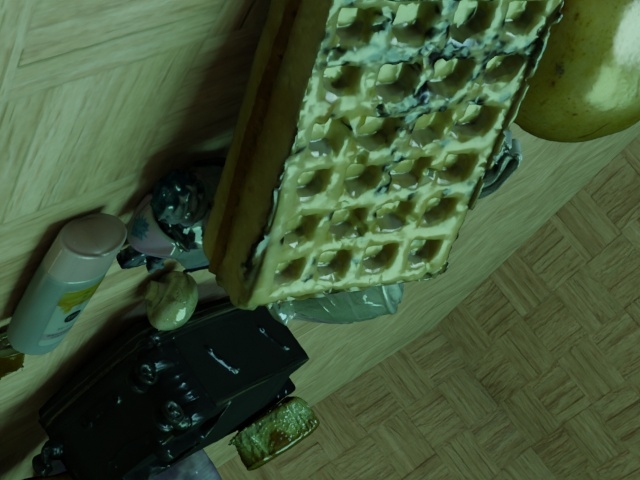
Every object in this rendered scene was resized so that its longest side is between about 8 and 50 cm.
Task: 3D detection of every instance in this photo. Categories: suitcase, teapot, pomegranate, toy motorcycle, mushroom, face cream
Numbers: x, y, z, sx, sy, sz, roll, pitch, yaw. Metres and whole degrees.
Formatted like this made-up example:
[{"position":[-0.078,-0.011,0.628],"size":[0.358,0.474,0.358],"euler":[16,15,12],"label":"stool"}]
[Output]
[{"position":[-0.215,0.225,1.610],"size":[0.283,0.194,0.434],"euler":[-40,168,24],"label":"suitcase"},{"position":[-0.005,-0.004,1.307],"size":[0.178,0.221,0.163],"euler":[-13,180,7],"label":"teapot"},{"position":[0.274,-0.236,1.170],"size":[0.264,0.264,0.264],"euler":[-36,167,-9],"label":"pomegranate"},{"position":[-0.113,-0.033,1.164],"size":[0.239,0.108,0.204],"euler":[-36,167,-7],"label":"toy motorcycle"},{"position":[-0.199,0.077,1.419],"size":[0.067,0.083,0.083],"euler":[23,131,-24],"label":"mushroom"},{"position":[-0.271,0.049,1.144],"size":[0.084,0.057,0.198],"euler":[-26,164,-45],"label":"face cream"}]

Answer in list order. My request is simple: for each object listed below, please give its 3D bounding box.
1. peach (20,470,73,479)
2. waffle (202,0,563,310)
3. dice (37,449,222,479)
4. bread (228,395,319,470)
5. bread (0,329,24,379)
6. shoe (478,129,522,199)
[{"position":[-0.414,0.490,1.624],"size":[0.339,0.417,0.353],"euler":[-3,121,-59],"label":"peach"},{"position":[0.053,-0.103,1.023],"size":[0.261,0.114,0.376],"euler":[-4,135,-27],"label":"waffle"},{"position":[-0.341,0.476,1.989],"size":[0.271,0.270,0.270],"euler":[-32,166,-24],"label":"dice"},{"position":[-0.074,0.308,1.725],"size":[0.140,0.069,0.128],"euler":[-33,171,-12],"label":"bread"},{"position":[-0.361,0.131,1.240],"size":[0.047,0.036,0.083],"euler":[-21,162,-29],"label":"bread"},{"position":[0.152,-0.136,1.326],"size":[0.172,0.198,0.351],"euler":[-44,165,34],"label":"shoe"}]
